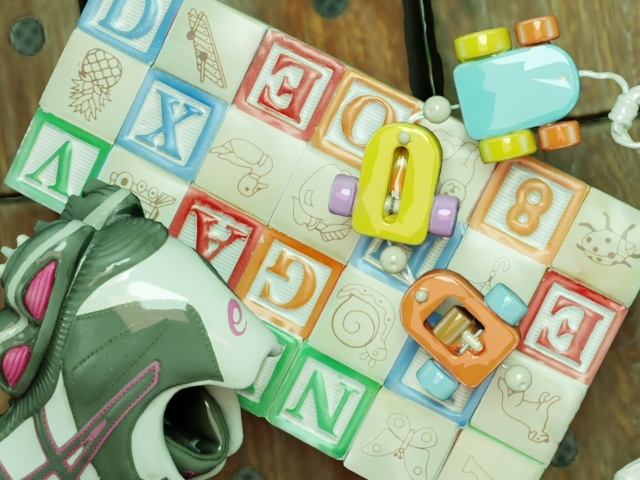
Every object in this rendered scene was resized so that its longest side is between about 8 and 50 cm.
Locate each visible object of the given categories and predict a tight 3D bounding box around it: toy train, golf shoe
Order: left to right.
[{"bbox_3d":[-0.108,0.101,0.718,0.120,0.105,0.273,32,135,9],"label":"golf shoe"},{"bbox_3d":[0.078,-0.018,0.678,0.125,0.046,0.166,38,101,4],"label":"toy train"}]

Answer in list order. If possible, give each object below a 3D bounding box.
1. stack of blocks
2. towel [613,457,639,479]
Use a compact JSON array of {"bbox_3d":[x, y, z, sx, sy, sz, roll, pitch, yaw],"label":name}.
[{"bbox_3d":[0.000,0.000,0.757,0.297,0.087,0.171,28,97,7],"label":"stack of blocks"},{"bbox_3d":[0.355,0.178,0.729,0.317,0.053,0.332,-30,88,10],"label":"towel"}]
